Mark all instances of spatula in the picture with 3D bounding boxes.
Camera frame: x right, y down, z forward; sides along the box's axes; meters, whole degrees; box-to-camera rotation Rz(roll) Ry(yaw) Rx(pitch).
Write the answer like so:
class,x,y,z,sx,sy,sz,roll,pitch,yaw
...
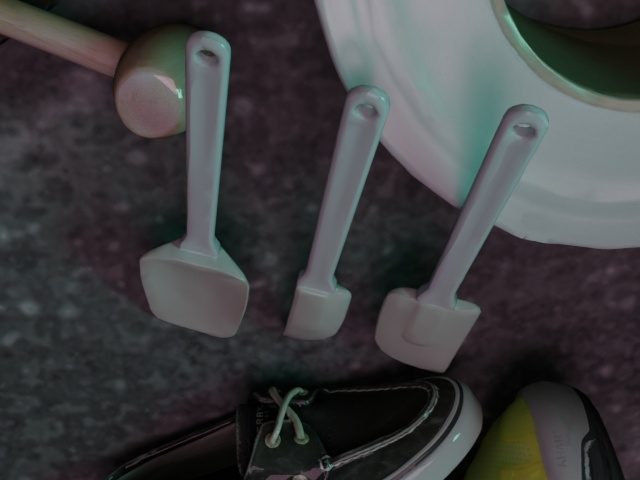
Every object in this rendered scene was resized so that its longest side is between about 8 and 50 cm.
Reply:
class,x,y,z,sx,sy,sz,roll,pitch,yaw
spatula,0.000,0.000,0.491,0.168,0.019,0.242,14,151,1

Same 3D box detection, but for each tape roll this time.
class,x,y,z,sx,sy,sz,roll,pitch,yaw
tape roll,0.133,-0.142,0.452,0.286,0.100,0.286,-2,119,-3

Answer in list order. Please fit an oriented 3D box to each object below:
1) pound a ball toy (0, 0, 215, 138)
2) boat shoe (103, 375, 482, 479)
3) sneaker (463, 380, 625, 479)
class,x,y,z,sx,sy,sz,roll,pitch,yaw
pound a ball toy,-0.166,-0.163,0.396,0.319,0.136,0.208,16,116,-12
boat shoe,-0.020,0.121,0.597,0.219,0.078,0.070,-25,119,11
sneaker,0.069,0.250,0.639,0.147,0.145,0.385,10,116,-10
